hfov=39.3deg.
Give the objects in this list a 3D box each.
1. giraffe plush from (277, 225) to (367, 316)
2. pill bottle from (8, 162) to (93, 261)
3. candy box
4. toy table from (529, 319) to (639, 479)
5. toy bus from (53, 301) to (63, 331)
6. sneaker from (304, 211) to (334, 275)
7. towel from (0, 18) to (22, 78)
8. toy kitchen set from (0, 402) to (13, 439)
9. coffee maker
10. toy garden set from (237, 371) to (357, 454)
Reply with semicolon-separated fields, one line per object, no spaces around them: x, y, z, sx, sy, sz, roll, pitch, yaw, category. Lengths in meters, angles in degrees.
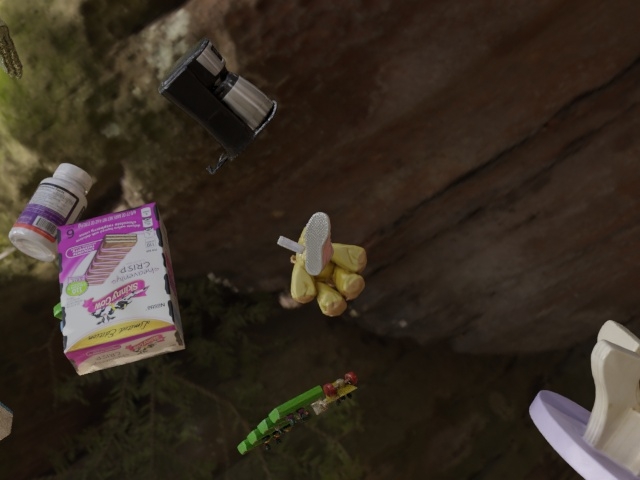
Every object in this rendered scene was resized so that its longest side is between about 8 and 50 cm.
-0.005;0.064;2.004;0.181;0.210;0.170;-49;-3;-7;giraffe plush
-0.553;-0.062;1.866;0.108;0.108;0.193;101;-169;-61;pill bottle
-0.297;0.066;1.318;0.159;0.233;0.071;-15;-37;-3;candy box
0.401;0.226;1.145;0.252;0.274;0.161;18;-73;-39;toy table
-0.482;0.115;1.998;0.191;0.104;0.202;18;-55;-35;toy bus
0.000;0.000;1.858;0.070;0.051;0.134;-38;-43;-65;sneaker
-0.423;-0.269;1.131;0.027;0.110;0.148;-43;-4;-14;towel
-0.548;0.229;1.261;0.207;0.166;0.122;-31;-55;10;toy kitchen set
-0.191;-0.231;1.547;0.171;0.178;0.120;-52;21;-7;coffee maker
-0.039;0.359;1.821;0.204;0.049;0.244;-22;-18;-33;toy garden set
